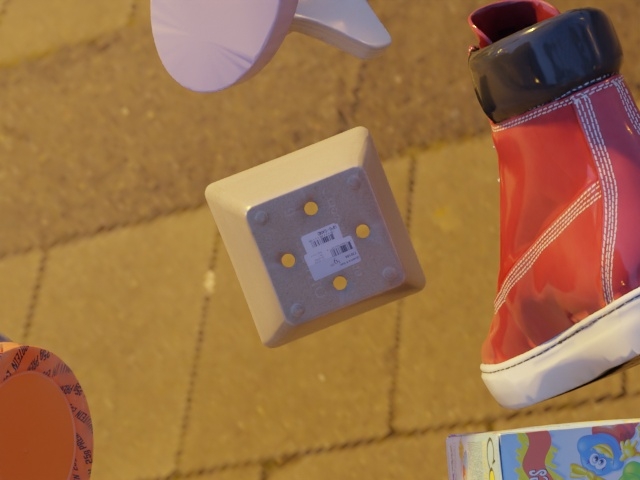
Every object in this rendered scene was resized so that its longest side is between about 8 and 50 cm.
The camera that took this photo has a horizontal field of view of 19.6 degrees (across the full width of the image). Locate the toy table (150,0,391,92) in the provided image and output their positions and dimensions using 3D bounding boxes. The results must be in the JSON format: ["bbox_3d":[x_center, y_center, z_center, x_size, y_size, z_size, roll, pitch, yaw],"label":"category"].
[{"bbox_3d":[-0.053,-0.280,1.950,0.161,0.252,0.274,-22,-7,-36],"label":"toy table"}]

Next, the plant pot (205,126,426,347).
[{"bbox_3d":[0.000,0.000,1.092,0.109,0.109,0.096,-21,3,-2],"label":"plant pot"}]

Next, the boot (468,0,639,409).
[{"bbox_3d":[0.109,-0.018,0.885,0.088,0.244,0.176,-22,80,-16],"label":"boot"}]

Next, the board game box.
[{"bbox_3d":[0.196,0.221,1.502,0.142,0.275,0.144,-4,84,-5],"label":"board game box"}]

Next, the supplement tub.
[{"bbox_3d":[-0.338,0.152,1.389,0.316,0.193,0.193,-1,51,33],"label":"supplement tub"}]
